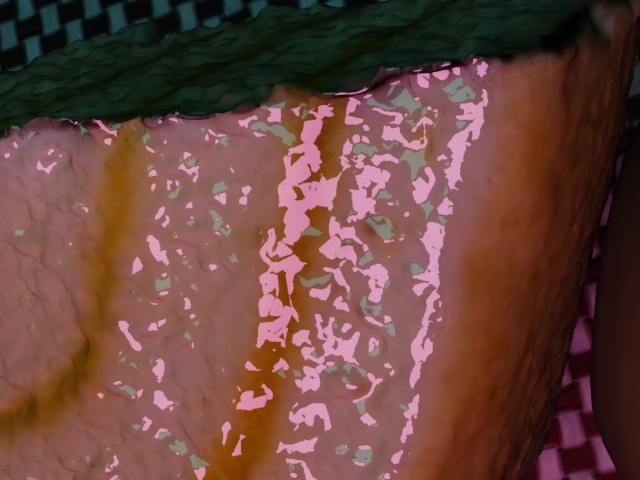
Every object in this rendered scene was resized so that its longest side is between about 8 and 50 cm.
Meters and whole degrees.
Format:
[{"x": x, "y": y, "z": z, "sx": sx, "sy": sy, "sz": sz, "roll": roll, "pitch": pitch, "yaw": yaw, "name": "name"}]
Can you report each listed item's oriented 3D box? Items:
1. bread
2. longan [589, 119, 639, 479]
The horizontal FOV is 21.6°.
[{"x": -0.027, "y": 0.036, "z": 0.741, "sx": 0.395, "sy": 0.239, "sz": 0.264, "roll": -2, "pitch": 105, "yaw": 37, "name": "bread"}, {"x": 0.298, "y": 0.034, "z": 0.621, "sx": 0.405, "sy": 0.336, "sz": 0.404, "roll": -3, "pitch": 72, "yaw": 10, "name": "longan"}]
